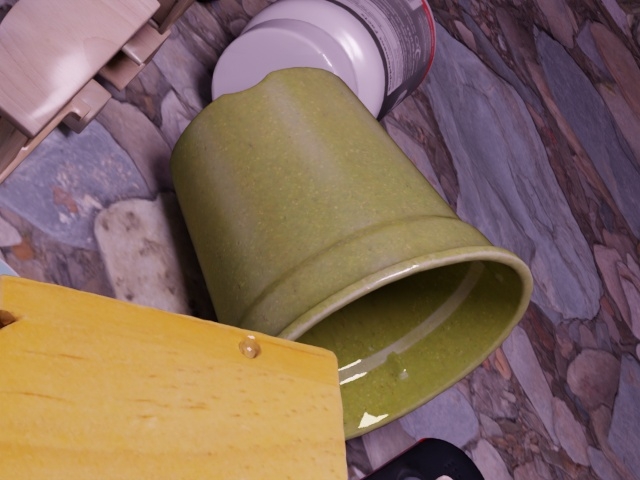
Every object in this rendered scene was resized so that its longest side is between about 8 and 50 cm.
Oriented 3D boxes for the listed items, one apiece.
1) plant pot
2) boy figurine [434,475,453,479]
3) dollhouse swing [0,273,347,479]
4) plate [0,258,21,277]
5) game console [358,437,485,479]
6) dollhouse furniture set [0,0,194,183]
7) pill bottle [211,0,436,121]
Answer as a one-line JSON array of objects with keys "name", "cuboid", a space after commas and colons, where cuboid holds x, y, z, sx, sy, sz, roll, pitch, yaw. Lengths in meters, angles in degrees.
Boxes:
[{"name": "plant pot", "cuboid": [0.000, 0.000, 1.345, 0.276, 0.276, 0.254, 15, 40, -53]}, {"name": "boy figurine", "cuboid": [0.150, 0.289, 1.348, 0.285, 0.092, 0.177, 15, 49, -44]}, {"name": "dollhouse swing", "cuboid": [-0.120, 0.268, 0.944, 0.315, 0.305, 0.347, 15, 47, -22]}, {"name": "plate", "cuboid": [-0.247, 0.079, 1.081, 0.188, 0.024, 0.188, 38, 35, -34]}, {"name": "game console", "cuboid": [0.123, 0.379, 1.359, 0.386, 0.060, 0.342, 62, 28, 5]}, {"name": "dollhouse furniture set", "cuboid": [-0.248, -0.143, 1.159, 0.174, 0.303, 0.355, 42, 59, -5]}, {"name": "pill bottle", "cuboid": [0.006, -0.179, 1.597, 0.161, 0.161, 0.283, 56, 28, -6]}]
